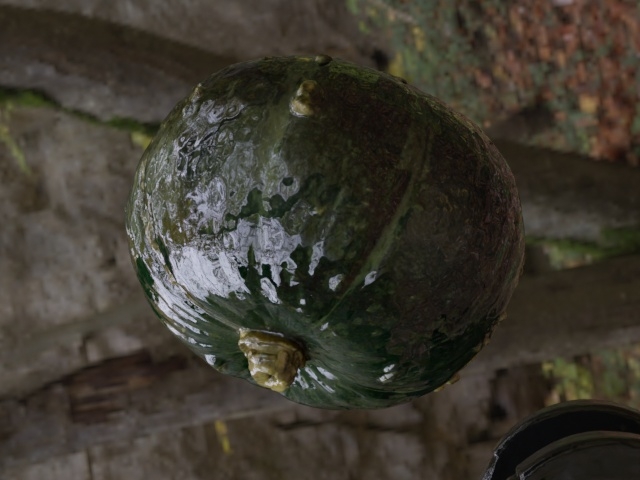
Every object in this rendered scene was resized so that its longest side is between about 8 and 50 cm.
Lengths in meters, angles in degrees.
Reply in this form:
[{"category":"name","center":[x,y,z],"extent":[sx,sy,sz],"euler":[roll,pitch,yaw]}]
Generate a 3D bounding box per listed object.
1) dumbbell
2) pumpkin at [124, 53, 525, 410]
[{"category":"dumbbell","center":[0.154,0.167,0.775],"extent":[0.325,0.143,0.143],"euler":[-1,-100,-84]},{"category":"pumpkin","center":[0.000,-0.001,0.642],"extent":[0.190,0.190,0.146],"euler":[55,-127,-76]}]
